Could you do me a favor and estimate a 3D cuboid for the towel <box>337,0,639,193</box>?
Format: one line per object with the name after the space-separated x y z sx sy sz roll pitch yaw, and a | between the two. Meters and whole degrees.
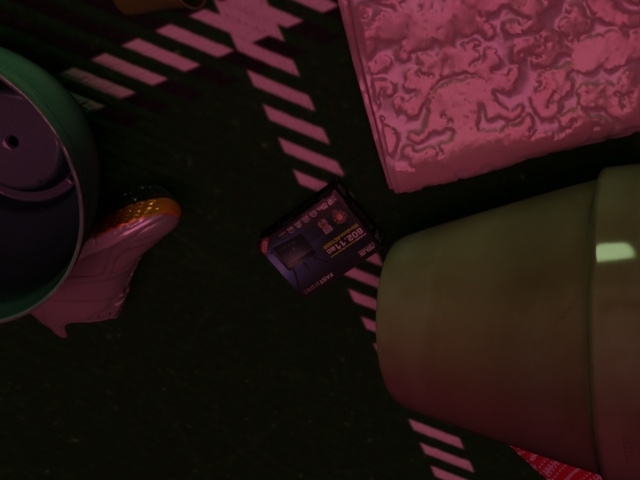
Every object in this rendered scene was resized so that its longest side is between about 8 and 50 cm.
0.190 -0.226 0.814 0.331 0.053 0.317 -14 113 13 | towel

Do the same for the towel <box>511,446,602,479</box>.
0.343 0.236 1.027 0.275 0.031 0.199 43 111 -14 | towel

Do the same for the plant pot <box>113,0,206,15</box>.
-0.171 -0.266 0.824 0.079 0.083 0.083 -11 114 24 | plant pot

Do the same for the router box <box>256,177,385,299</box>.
0.000 0.000 0.946 0.122 0.038 0.092 -35 108 20 | router box

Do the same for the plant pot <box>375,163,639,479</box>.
0.219 0.088 0.841 0.280 0.323 0.323 -3 116 25 | plant pot

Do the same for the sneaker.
-0.253 0.030 0.966 0.262 0.099 0.121 -26 118 25 | sneaker

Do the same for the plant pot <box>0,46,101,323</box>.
-0.359 -0.083 0.858 0.293 0.196 0.293 2 115 5 | plant pot
